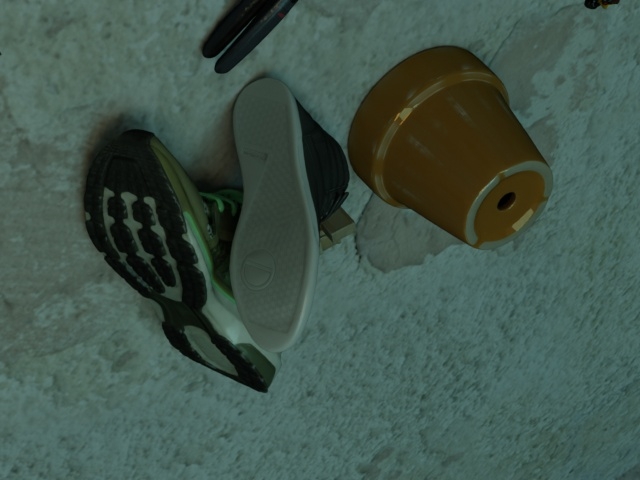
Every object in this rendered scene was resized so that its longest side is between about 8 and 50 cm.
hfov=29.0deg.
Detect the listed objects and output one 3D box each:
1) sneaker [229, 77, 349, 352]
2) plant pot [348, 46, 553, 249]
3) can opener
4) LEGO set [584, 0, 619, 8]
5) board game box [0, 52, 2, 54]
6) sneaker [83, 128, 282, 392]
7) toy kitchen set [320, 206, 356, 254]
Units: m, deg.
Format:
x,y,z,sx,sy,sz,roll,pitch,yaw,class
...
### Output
x,y,z,sx,sy,sz,roll,pitch,yaw,class
-0.021,-0.017,1.336,0.104,0.296,0.147,-12,160,26,sneaker
0.167,-0.094,1.462,0.205,0.188,0.205,-23,140,-21,plant pot
-0.048,-0.240,1.237,0.186,0.059,0.073,-48,143,10,can opener
0.391,-0.404,1.291,0.192,0.255,0.331,-4,124,-17,LEGO set
-0.385,-0.153,1.064,0.186,0.026,0.126,-36,143,-6,board game box
-0.126,-0.005,1.387,0.182,0.158,0.410,-60,149,-27,sneaker
0.000,0.000,1.506,0.068,0.075,0.083,-28,137,-14,toy kitchen set
